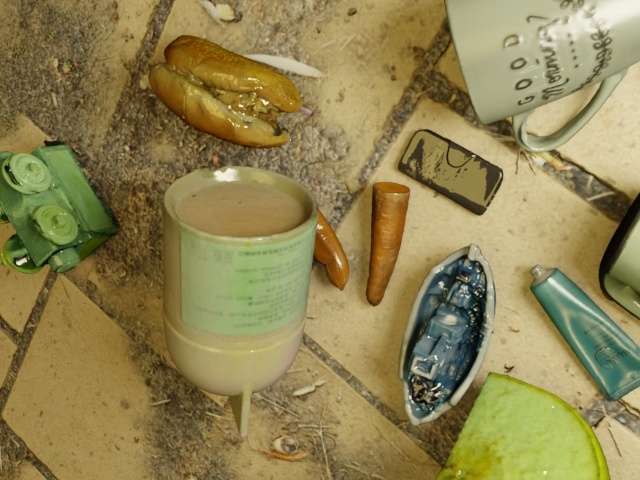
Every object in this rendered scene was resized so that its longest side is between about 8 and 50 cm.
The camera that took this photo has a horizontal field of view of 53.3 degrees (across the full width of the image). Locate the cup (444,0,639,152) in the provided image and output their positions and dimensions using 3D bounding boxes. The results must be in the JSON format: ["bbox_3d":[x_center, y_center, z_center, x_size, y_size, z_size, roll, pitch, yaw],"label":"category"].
[{"bbox_3d":[0.308,-0.240,0.832,0.234,0.186,0.258,-12,123,20],"label":"cup"}]

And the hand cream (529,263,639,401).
[{"bbox_3d":[0.380,0.126,0.920,0.083,0.048,0.224,-43,84,24],"label":"hand cream"}]

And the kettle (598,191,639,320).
[{"bbox_3d":[0.489,0.050,0.792,0.255,0.165,0.240,27,138,21],"label":"kettle"}]

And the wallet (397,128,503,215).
[{"bbox_3d":[0.199,-0.107,0.979,0.157,0.018,0.082,34,112,19],"label":"wallet"}]

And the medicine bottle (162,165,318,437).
[{"bbox_3d":[-0.139,0.106,1.052,0.236,0.236,0.406,22,125,22],"label":"medicine bottle"}]

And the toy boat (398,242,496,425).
[{"bbox_3d":[0.188,0.145,0.960,0.129,0.142,0.309,23,109,24],"label":"toy boat"}]

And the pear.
[{"bbox_3d":[0.259,0.413,0.894,0.239,0.342,0.317,19,134,27],"label":"pear"}]

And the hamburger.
[{"bbox_3d":[-0.182,-0.250,1.069,0.283,0.157,0.143,28,111,18],"label":"hamburger"}]

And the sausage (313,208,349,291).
[{"bbox_3d":[0.000,0.000,1.079,0.183,0.054,0.062,56,157,8],"label":"sausage"}]

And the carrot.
[{"bbox_3d":[0.101,0.013,1.034,0.061,0.061,0.209,15,110,24],"label":"carrot"}]

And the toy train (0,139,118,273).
[{"bbox_3d":[-0.546,-0.062,1.269,0.159,0.188,0.271,-35,85,28],"label":"toy train"}]
